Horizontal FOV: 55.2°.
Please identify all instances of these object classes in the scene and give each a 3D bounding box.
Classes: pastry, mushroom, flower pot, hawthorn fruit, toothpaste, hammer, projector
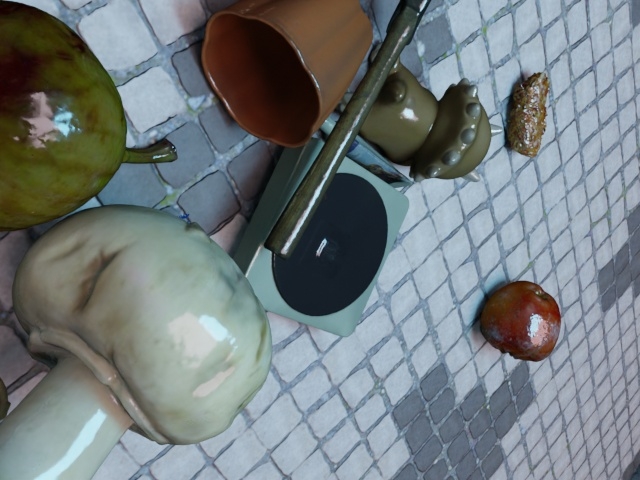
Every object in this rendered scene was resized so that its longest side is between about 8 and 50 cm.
[{"bbox_3d":[0.414,-0.253,1.234,0.087,0.063,0.169,-7,105,-48],"label":"pastry"},{"bbox_3d":[-0.227,0.134,0.645,0.336,0.314,0.314,-50,132,-38],"label":"mushroom"},{"bbox_3d":[-0.028,-0.241,0.794,0.173,0.191,0.190,-46,130,-33],"label":"flower pot"},{"bbox_3d":[0.441,0.175,1.337,0.173,0.173,0.172,-15,114,-36],"label":"hawthorn fruit"},{"bbox_3d":[0.067,-0.139,0.988,0.216,0.062,0.037,34,65,-39],"label":"toothpaste"},{"bbox_3d":[0.044,-0.173,0.830,0.044,0.168,0.439,29,85,-2],"label":"hammer"},{"bbox_3d":[0.000,0.000,0.961,0.257,0.079,0.259,26,88,-43],"label":"projector"}]

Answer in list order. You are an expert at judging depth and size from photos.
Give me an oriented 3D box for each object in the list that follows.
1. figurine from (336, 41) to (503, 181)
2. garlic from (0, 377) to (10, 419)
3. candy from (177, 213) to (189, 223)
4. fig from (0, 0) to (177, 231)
[{"bbox_3d":[0.176,-0.187,0.980,0.177,0.173,0.247,-53,131,-12],"label":"figurine"},{"bbox_3d":[-0.443,0.185,0.641,0.207,0.128,0.115,-29,166,-24],"label":"garlic"},{"bbox_3d":[-0.214,0.032,0.823,0.088,0.038,0.136,-15,122,-28],"label":"candy"},{"bbox_3d":[-0.261,-0.106,0.651,0.321,0.217,0.216,13,97,-62],"label":"fig"}]
